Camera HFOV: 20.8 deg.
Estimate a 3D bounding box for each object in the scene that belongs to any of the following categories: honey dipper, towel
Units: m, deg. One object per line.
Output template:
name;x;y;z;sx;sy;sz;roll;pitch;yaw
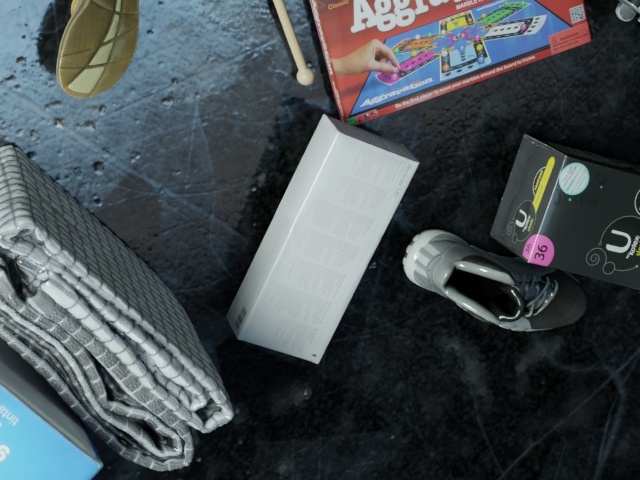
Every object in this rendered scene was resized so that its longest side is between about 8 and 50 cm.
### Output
honey dipper;-0.036;-0.224;1.710;0.030;0.030;0.161;-27;117;-10
towel;-0.228;0.068;1.625;0.121;0.235;0.283;-44;117;4

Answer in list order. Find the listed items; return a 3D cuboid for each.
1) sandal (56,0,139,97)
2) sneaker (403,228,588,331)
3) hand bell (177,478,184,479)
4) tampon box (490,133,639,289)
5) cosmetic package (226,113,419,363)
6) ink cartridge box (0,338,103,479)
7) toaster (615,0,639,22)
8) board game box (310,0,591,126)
sandal;-0.207;-0.222;1.641;0.072;0.049;0.180;11;89;-29
sneaker;0.204;0.063;1.838;0.228;0.132;0.086;16;102;-24
hand bell;-0.232;0.350;1.807;0.242;0.126;0.126;-22;115;2
tampon box;0.286;-0.029;1.853;0.161;0.101;0.120;12;102;-23
cosmetic package;0.000;0.000;1.770;0.098;0.060;0.239;20;106;-23
ink cartridge box;-0.412;0.246;1.585;0.395;0.285;0.166;-47;115;-1
toaster;0.400;-0.282;1.805;0.168;0.110;0.186;32;95;-27
board game box;0.135;-0.228;1.773;0.281;0.027;0.145;-21;112;-13
